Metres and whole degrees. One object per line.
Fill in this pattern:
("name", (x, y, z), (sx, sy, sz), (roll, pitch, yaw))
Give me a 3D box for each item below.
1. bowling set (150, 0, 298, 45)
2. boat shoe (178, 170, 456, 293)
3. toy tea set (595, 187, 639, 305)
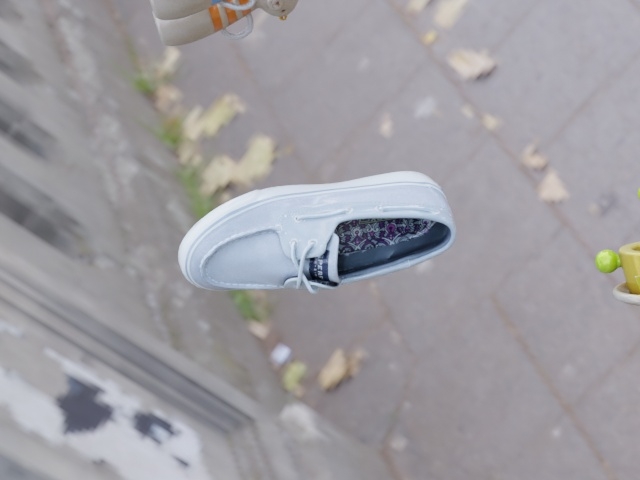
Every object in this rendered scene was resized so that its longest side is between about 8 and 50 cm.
("bowling set", (-0.071, -0.248, 1.434), (0.154, 0.287, 0.200), (-18, 37, -3))
("boat shoe", (0.001, 0.001, 1.492), (0.227, 0.079, 0.081), (-13, 31, -9))
("toy tea set", (0.402, -0.028, 1.538), (0.336, 0.124, 0.200), (-4, 10, 18))
